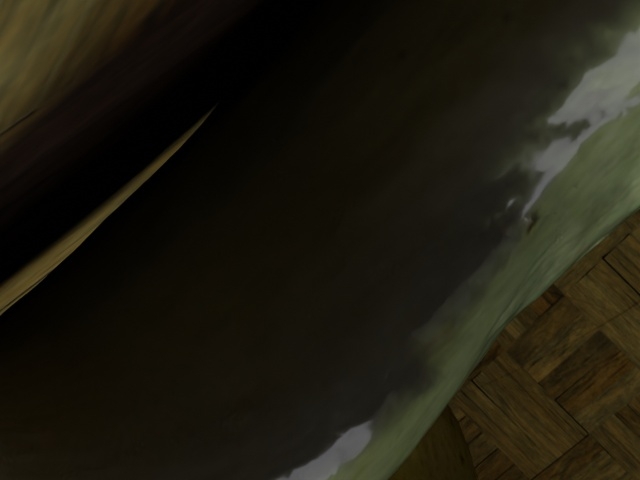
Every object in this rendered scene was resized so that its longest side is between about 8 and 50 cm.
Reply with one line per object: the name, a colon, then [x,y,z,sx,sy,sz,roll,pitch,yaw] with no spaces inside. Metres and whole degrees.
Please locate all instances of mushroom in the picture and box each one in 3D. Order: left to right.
mushroom: [-0.001,0.001,0.551,0.397,0.126,0.177,-44,165,-12]

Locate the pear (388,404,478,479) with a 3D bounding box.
pear: [-0.036,0.151,0.964,0.271,0.271,0.271,-45,175,-5]
